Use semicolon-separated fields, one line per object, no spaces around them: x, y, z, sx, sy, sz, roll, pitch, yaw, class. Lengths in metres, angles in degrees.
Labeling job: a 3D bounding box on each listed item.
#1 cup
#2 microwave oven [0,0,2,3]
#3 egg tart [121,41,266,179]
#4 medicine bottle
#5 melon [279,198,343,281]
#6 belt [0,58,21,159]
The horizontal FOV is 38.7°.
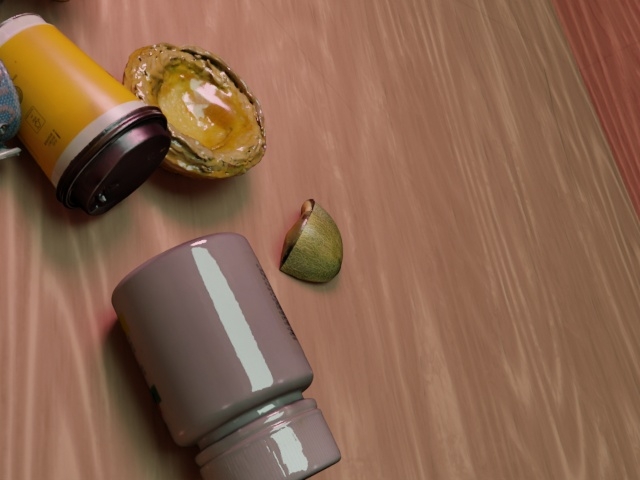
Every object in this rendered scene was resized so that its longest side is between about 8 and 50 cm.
-0.359;-0.184;1.310;0.280;0.196;0.196;46;38;7;cup
-0.591;-0.443;1.278;0.295;0.181;0.237;41;39;-13;microwave oven
-0.215;-0.206;1.509;0.288;0.118;0.288;24;46;-27;egg tart
-0.124;0.180;1.229;0.208;0.208;0.340;-12;70;-48;medicine bottle
0.000;0.000;1.588;0.128;0.079;0.160;36;41;-16;melon
-0.482;-0.200;1.231;0.163;0.148;0.082;32;37;22;belt
